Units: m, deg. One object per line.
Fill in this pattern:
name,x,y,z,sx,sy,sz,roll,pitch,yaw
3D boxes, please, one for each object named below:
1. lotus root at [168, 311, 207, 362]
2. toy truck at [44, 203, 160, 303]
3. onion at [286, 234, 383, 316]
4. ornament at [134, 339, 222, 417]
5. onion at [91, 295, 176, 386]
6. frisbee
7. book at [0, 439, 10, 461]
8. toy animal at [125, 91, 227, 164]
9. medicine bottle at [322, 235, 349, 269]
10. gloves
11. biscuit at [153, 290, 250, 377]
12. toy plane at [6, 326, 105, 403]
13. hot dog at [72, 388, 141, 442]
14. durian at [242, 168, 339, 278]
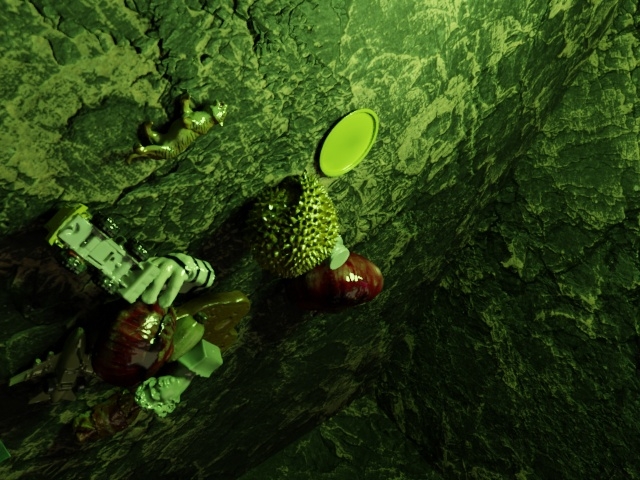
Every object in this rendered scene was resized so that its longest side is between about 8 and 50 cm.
lotus root,-0.393,0.270,1.439,0.183,0.077,0.090,-44,134,-2
toy truck,-0.465,0.028,1.090,0.136,0.111,0.286,-50,152,-16
onion,0.046,0.122,1.813,0.347,0.286,0.347,-6,168,-1
ornament,-0.427,0.418,1.544,0.285,0.120,0.130,-37,129,-10
onion,-0.468,0.255,1.298,0.246,0.190,0.246,-57,-169,18
frisbee,0.083,-0.290,1.511,0.236,0.017,0.236,-33,150,-22
book,-0.904,0.578,1.356,0.103,0.017,0.135,-26,147,-33
toy animal,-0.294,-0.223,1.044,0.241,0.057,0.099,-41,153,-8
medicine bottle,0.000,0.000,1.606,0.107,0.191,0.107,-33,151,-21
gloves,-0.388,0.088,1.274,0.218,0.140,0.131,15,98,-45
biscuit,-0.392,0.292,1.604,0.381,0.074,0.359,-36,151,-20
toy plane,-0.645,0.326,1.287,0.241,0.104,0.256,11,128,-40
hot dog,-0.654,0.552,1.571,0.213,0.103,0.146,-32,151,-21
durian,-0.077,-0.042,1.403,0.293,0.258,0.258,-48,153,-5
